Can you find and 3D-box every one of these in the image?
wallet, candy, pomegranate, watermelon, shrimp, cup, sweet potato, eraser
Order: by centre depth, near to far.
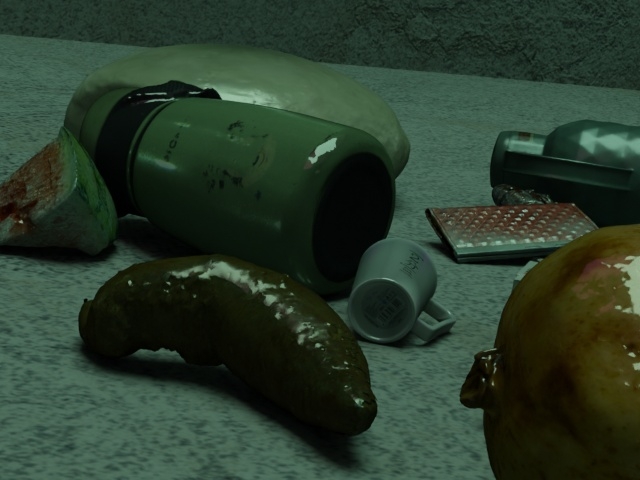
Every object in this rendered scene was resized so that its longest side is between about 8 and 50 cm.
[{"bbox_3d":[0.193,0.094,0.951,0.215,0.215,0.215,8,13,-2],"label":"pomegranate"},{"bbox_3d":[-0.057,0.071,1.164,0.310,0.098,0.124,19,38,33],"label":"sweet potato"},{"bbox_3d":[0.076,0.055,1.395,0.104,0.074,0.116,37,18,-2],"label":"cup"},{"bbox_3d":[-0.272,-0.040,1.488,0.158,0.121,0.098,2,32,-9],"label":"watermelon"},{"bbox_3d":[0.234,0.044,1.596,0.052,0.029,0.122,12,13,17],"label":"eraser"},{"bbox_3d":[0.226,-0.013,1.764,0.196,0.020,0.103,-4,34,-20],"label":"wallet"},{"bbox_3d":[0.266,-0.029,1.876,0.065,0.056,0.165,23,12,-45],"label":"shrimp"},{"bbox_3d":[-0.086,-0.148,1.918,0.427,0.186,0.386,4,9,-34],"label":"candy"}]

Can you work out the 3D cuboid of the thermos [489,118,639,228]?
[{"bbox_3d":[0.358,-0.080,1.955,0.286,0.145,0.182,9,4,11],"label":"thermos"}]

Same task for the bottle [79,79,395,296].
[{"bbox_3d":[-0.100,-0.067,1.551,0.347,0.168,0.168,19,17,36],"label":"bottle"}]
